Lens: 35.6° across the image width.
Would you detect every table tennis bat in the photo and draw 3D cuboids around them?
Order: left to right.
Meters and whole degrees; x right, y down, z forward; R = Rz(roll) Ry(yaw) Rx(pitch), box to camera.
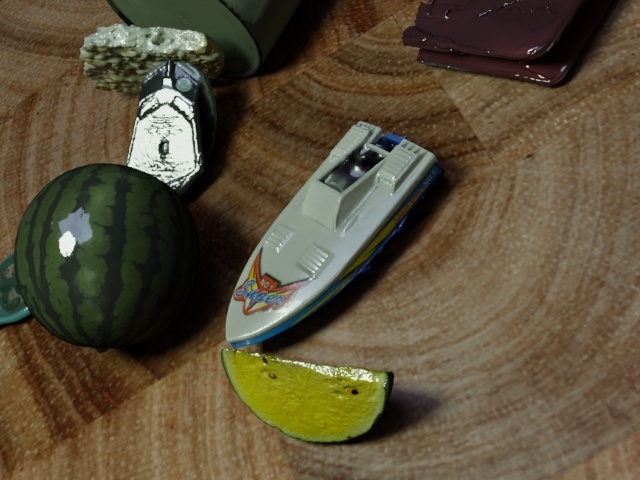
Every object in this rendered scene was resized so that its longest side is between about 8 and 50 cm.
[{"bbox_3d":[-0.414,0.083,1.307,0.124,0.033,0.201,21,65,42],"label":"table tennis bat"}]

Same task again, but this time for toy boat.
[{"bbox_3d":[0.000,0.000,1.070,0.295,0.088,0.129,-49,46,-10],"label":"toy boat"}]

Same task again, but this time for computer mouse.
[{"bbox_3d":[-0.187,-0.133,1.279,0.106,0.062,0.192,5,90,14],"label":"computer mouse"}]

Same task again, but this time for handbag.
[{"bbox_3d":[0.224,-0.278,1.154,0.216,0.074,0.203,17,67,41],"label":"handbag"}]

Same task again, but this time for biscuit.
[{"bbox_3d":[-0.235,-0.241,1.331,0.265,0.188,0.040,-5,75,41],"label":"biscuit"}]

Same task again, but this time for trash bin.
[{"bbox_3d":[-0.092,-0.466,1.357,0.280,0.280,0.432,13,68,38],"label":"trash bin"}]

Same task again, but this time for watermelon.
[{"bbox_3d":[-0.238,0.020,1.123,0.212,0.212,0.212,-17,50,21],"label":"watermelon"},{"bbox_3d":[-0.009,0.156,0.963,0.181,0.092,0.075,6,74,26],"label":"watermelon"}]
